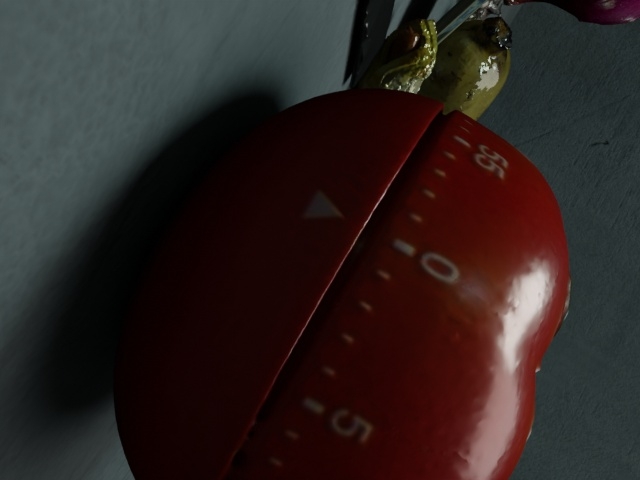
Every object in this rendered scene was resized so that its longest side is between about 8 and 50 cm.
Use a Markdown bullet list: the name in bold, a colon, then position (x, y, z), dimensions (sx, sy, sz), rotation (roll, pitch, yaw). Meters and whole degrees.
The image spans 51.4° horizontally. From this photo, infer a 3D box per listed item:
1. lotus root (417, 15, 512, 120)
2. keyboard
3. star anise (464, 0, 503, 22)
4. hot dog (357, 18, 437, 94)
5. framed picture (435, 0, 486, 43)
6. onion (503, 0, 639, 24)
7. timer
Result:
- **lotus root**: position (0.240, -0.278, 1.167), dimensions (0.284, 0.146, 0.160), rotation (126, -16, -56)
- **keyboard**: position (0.055, -0.224, 0.638), dimensions (0.074, 0.015, 0.196), rotation (-60, 174, -18)
- **star anise**: position (0.291, -0.429, 1.190), dimensions (0.195, 0.065, 0.182), rotation (-52, 170, 17)
- **hot dog**: position (0.076, -0.177, 0.764), dimensions (0.061, 0.078, 0.169), rotation (-25, 144, -49)
- **framed picture**: position (0.183, -0.301, 0.857), dimensions (0.260, 0.023, 0.189), rotation (-38, -175, 32)
- **onion**: position (0.520, -0.579, 1.338), dimensions (0.385, 0.348, 0.348), rotation (-18, -159, 38)
- **timer**: position (0.014, 0.067, 0.526), dimensions (0.378, 0.279, 0.378), rotation (-59, 174, -11)
